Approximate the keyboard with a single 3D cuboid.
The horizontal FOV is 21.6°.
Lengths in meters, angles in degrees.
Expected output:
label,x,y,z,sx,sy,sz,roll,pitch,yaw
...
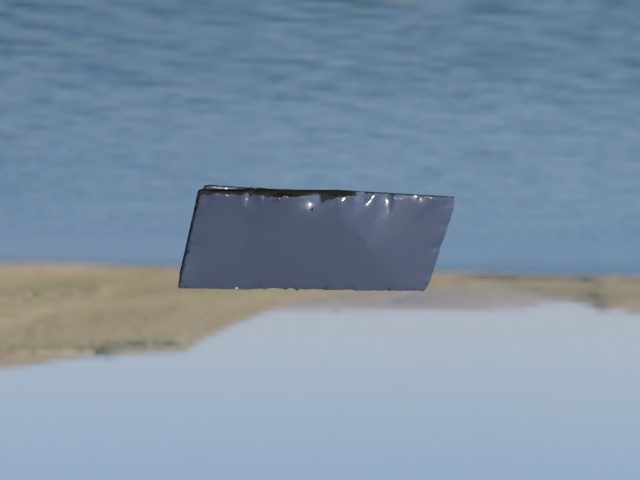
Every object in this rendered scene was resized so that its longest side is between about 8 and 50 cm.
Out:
label,x,y,z,sx,sy,sz,roll,pitch,yaw
keyboard,-0.001,-0.001,1.104,0.196,0.074,0.015,1,-150,-31
